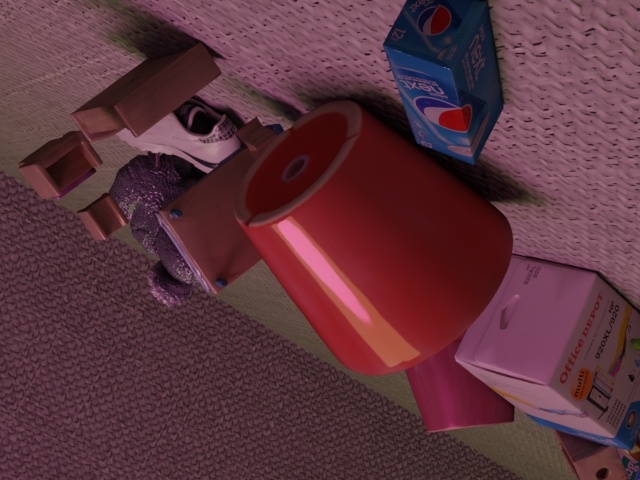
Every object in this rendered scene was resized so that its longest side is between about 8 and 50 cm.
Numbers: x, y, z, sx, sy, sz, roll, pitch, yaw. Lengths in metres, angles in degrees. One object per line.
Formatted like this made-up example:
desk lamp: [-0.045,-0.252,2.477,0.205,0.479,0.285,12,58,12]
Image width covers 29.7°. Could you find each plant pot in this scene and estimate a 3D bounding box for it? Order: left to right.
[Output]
plant pot: [0.047,-0.015,1.426,0.243,0.275,0.275,44,162,-27]
plant pot: [0.209,0.187,1.785,0.201,0.180,0.201,-7,170,-1]

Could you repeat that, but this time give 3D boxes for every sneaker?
sneaker: [-0.214,-0.175,1.737,0.235,0.090,0.095,18,153,24]

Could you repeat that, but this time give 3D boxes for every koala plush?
koala plush: [-0.224,-0.015,1.925,0.203,0.196,0.221,37,-158,-57]

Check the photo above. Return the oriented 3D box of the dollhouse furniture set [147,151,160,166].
dollhouse furniture set: [-0.240,-0.185,1.895,0.081,0.091,0.114,-11,-145,-27]

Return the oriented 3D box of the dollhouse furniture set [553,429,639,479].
dollhouse furniture set: [0.452,0.295,1.767,0.129,0.184,0.129,-109,-7,-62]

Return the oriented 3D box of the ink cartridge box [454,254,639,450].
ink cartridge box: [0.337,0.154,1.663,0.168,0.171,0.233,11,161,49]

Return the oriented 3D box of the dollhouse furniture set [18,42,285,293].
dollhouse furniture set: [-0.191,-0.055,1.551,0.303,0.286,0.198,56,159,-17]

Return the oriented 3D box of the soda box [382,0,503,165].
soda box: [0.117,-0.147,1.102,0.067,0.071,0.210,23,168,20]

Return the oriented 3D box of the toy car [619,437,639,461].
toy car: [0.548,0.259,1.841,0.188,0.149,0.155,-21,123,42]

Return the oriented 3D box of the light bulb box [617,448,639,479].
light bulb box: [0.722,0.509,2.208,0.361,0.225,0.358,16,165,45]

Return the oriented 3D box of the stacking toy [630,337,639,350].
stacking toy: [0.542,0.177,1.587,0.221,0.052,0.167,10,158,46]
